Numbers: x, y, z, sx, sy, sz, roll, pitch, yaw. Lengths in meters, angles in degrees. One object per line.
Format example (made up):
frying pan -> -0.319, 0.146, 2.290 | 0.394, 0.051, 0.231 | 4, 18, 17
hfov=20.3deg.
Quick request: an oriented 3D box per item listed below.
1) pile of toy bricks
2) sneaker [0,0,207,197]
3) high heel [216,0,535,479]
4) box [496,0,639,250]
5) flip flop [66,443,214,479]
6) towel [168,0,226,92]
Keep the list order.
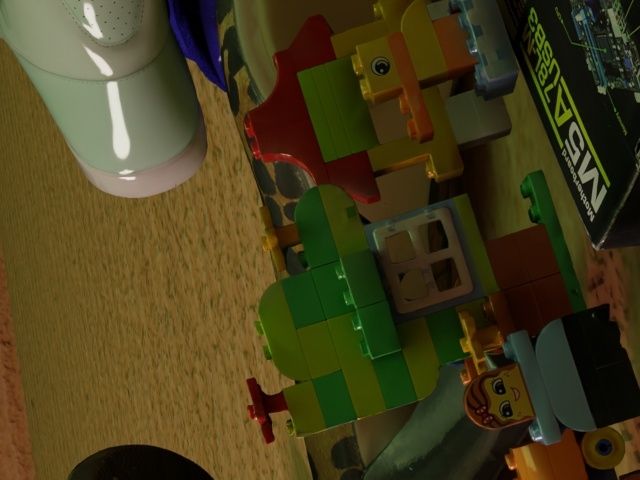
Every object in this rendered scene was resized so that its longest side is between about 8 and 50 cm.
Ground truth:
pile of toy bricks -> 0.026, 0.026, 0.533 | 0.118, 0.105, 0.212 | 67, -175, -83
sneaker -> -0.130, -0.155, 0.870 | 0.256, 0.094, 0.151 | 54, 161, 38
high heel -> 0.000, 0.000, 0.718 | 0.261, 0.093, 0.186 | 64, 152, 27
box -> 0.083, -0.125, 0.469 | 0.184, 0.045, 0.191 | 101, 156, -55
flip flop -> -0.065, 0.176, 0.766 | 0.277, 0.080, 0.112 | 68, -163, -62
towel -> -0.074, -0.200, 0.945 | 0.308, 0.076, 0.228 | -136, 42, -67
